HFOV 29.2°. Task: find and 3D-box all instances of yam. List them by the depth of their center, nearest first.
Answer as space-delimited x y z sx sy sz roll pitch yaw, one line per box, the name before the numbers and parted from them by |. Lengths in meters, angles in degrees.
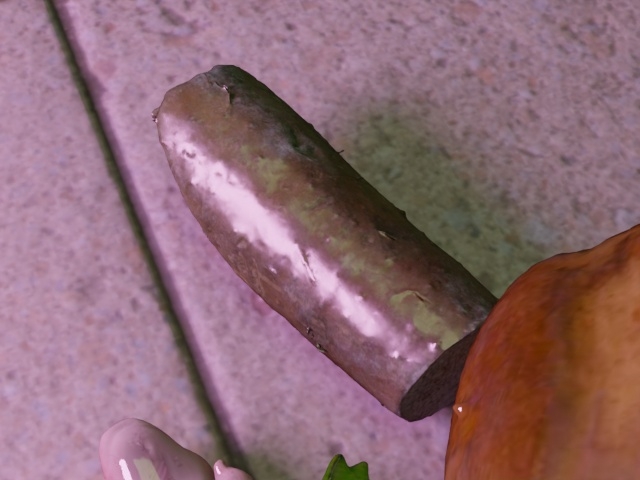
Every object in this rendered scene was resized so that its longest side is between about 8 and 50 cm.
yam | 0.000 0.000 0.781 0.106 0.106 0.259 -37 67 -23

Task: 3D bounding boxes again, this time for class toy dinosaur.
toy dinosaur | -0.053 0.187 0.651 0.152 0.177 0.194 -40 98 -29

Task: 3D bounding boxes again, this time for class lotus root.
lotus root | 0.219 0.125 0.655 0.316 0.316 0.250 7 45 0
